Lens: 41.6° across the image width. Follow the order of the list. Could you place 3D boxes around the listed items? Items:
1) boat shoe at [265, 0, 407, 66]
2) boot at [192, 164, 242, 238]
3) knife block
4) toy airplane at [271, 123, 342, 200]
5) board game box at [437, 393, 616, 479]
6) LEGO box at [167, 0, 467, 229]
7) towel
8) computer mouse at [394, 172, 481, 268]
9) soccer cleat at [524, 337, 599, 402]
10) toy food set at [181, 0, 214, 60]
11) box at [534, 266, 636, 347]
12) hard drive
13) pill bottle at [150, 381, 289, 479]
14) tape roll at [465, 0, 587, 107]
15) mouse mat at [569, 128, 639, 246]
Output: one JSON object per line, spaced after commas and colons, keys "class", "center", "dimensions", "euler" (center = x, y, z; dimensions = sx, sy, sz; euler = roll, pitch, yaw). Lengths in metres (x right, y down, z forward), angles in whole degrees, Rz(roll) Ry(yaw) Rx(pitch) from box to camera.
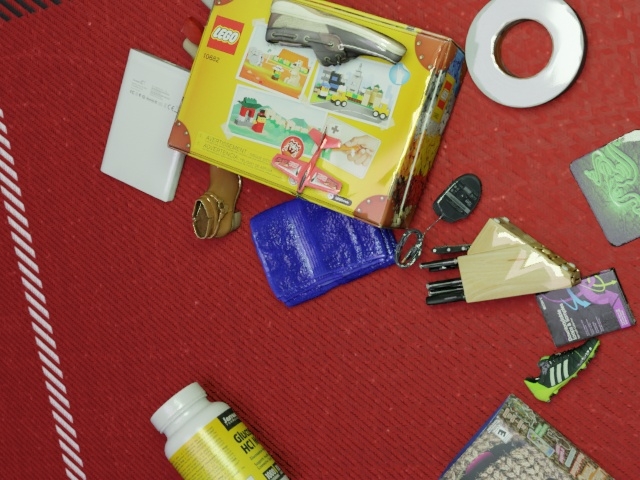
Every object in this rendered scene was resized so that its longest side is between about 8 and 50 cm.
{"class": "boat shoe", "center": [0.022, -0.361, 1.535], "dimensions": [0.285, 0.103, 0.092], "euler": [24, 102, 23]}
{"class": "boot", "center": [-0.239, -0.102, 1.889], "dimensions": [0.073, 0.152, 0.197], "euler": [-9, 96, 26]}
{"class": "knife block", "center": [0.340, 0.086, 1.687], "dimensions": [0.276, 0.088, 0.242], "euler": [38, 111, 22]}
{"class": "toy airplane", "center": [-0.016, -0.148, 1.582], "dimensions": [0.151, 0.028, 0.151], "euler": [0, 90, 19]}
{"class": "board game box", "center": [0.419, 0.505, 1.713], "dimensions": [0.291, 0.141, 0.232], "euler": [40, 113, 13]}
{"class": "LEGO box", "center": [-0.011, -0.278, 1.700], "dimensions": [0.500, 0.193, 0.372], "euler": [22, 97, 19]}
{"class": "towel", "center": [0.000, 0.000, 1.844], "dimensions": [0.308, 0.076, 0.227], "euler": [-24, 90, 26]}
{"class": "computer mouse", "center": [0.237, -0.040, 1.718], "dimensions": [0.071, 0.041, 0.242], "euler": [44, 94, -5]}
{"class": "soccer cleat", "center": [0.481, 0.248, 1.684], "dimensions": [0.072, 0.060, 0.179], "euler": [44, 117, 13]}
{"class": "toy food set", "center": [-0.220, -0.449, 1.816], "dimensions": [0.104, 0.111, 0.232], "euler": [46, 126, 16]}
{"class": "box", "center": [0.520, 0.134, 1.661], "dimensions": [0.162, 0.029, 0.116], "euler": [-23, 90, 27]}
{"class": "hard drive", "center": [-0.398, -0.272, 1.991], "dimensions": [0.203, 0.040, 0.307], "euler": [25, 109, 18]}
{"class": "pill bottle", "center": [-0.242, 0.505, 1.984], "dimensions": [0.334, 0.188, 0.188], "euler": [49, 114, 8]}
{"class": "tape roll", "center": [0.391, -0.363, 1.603], "dimensions": [0.219, 0.072, 0.219], "euler": [4, 101, 24]}
{"class": "mouse mat", "center": [0.582, -0.098, 1.603], "dimensions": [0.153, 0.007, 0.189], "euler": [-29, 86, 26]}
